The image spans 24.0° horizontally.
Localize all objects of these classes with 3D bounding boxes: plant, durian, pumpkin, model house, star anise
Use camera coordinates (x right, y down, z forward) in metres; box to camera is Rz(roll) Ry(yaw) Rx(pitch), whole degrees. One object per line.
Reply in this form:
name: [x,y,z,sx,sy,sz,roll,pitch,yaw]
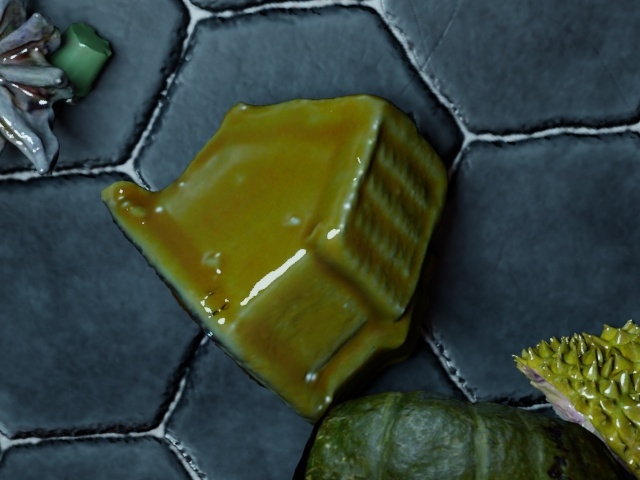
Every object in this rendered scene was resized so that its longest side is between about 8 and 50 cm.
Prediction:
plant: [-0.215,-0.129,1.234,0.051,0.051,0.102,36,114,-12]
durian: [0.269,0.154,1.303,0.132,0.165,0.182,-33,76,45]
pumpkin: [0.140,0.258,1.215,0.232,0.242,0.325,-8,150,35]
model house: [0.003,0.002,1.238,0.239,0.173,0.268,-42,136,3]
star anise: [-0.262,-0.129,1.201,0.204,0.061,0.180,45,113,24]
